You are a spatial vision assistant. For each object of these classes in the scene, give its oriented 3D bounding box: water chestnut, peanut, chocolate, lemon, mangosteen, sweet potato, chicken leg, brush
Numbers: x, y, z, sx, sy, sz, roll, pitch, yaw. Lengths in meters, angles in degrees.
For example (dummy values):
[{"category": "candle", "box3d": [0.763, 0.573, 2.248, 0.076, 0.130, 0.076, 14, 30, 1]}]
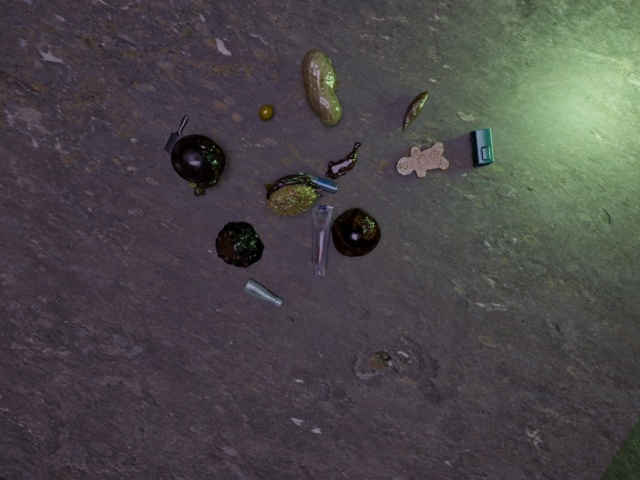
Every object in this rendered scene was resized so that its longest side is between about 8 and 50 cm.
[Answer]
[{"category": "water chestnut", "box3d": [0.152, -0.027, 1.907, 0.223, 0.238, 0.224, 5, 57, -8]}, {"category": "peanut", "box3d": [0.007, -0.664, 1.856, 0.153, 0.140, 0.326, -20, 98, -13]}, {"category": "chocolate", "box3d": [-0.392, 0.029, 1.929, 0.206, 0.177, 0.224, -30, 93, 5]}, {"category": "lemon", "box3d": [-0.243, -0.576, 1.910, 0.062, 0.062, 0.083, 42, 96, -3]}, {"category": "mangosteen", "box3d": [-0.548, -0.323, 1.886, 0.231, 0.231, 0.289, 24, 123, -1]}, {"category": "sweet potato", "box3d": [0.414, -0.578, 1.889, 0.060, 0.068, 0.206, 33, 103, 22]}, {"category": "chicken leg", "box3d": [0.111, -0.354, 1.931, 0.219, 0.048, 0.090, -36, 97, 5]}, {"category": "brush", "box3d": [-0.653, -0.487, 1.955, 0.062, 0.016, 0.194, 27, 97, -2]}]

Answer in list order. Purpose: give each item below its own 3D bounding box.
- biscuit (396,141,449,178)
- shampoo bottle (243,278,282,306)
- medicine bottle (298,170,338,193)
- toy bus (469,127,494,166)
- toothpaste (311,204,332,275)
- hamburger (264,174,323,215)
[{"category": "biscuit", "box3d": [0.456, -0.360, 1.929, 0.234, 0.030, 0.153, -19, 95, 4]}, {"category": "shampoo bottle", "box3d": [-0.270, 0.256, 2.019, 0.190, 0.041, 0.069, 29, 91, -2]}, {"category": "medicine bottle", "box3d": [-0.012, -0.265, 1.945, 0.190, 0.051, 0.051, 20, 97, 0]}, {"category": "toy bus", "box3d": [0.717, -0.410, 1.885, 0.079, 0.092, 0.161, -7, 97, 4]}, {"category": "toothpaste", "box3d": [0.000, 0.000, 1.972, 0.100, 0.066, 0.324, 3, 92, 6]}, {"category": "hamburger", "box3d": [-0.117, -0.192, 1.870, 0.261, 0.243, 0.139, -18, 72, 6]}]
